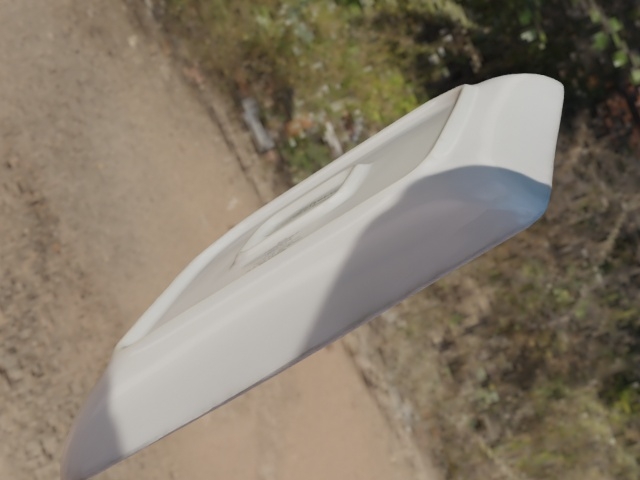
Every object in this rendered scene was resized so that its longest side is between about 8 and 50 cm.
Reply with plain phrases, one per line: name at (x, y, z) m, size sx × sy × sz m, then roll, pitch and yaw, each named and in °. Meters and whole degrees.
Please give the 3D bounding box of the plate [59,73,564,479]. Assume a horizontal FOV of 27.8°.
plate at (0.000, 0.000, 0.702) m, size 0.045 × 0.277 × 0.278 m, roll 56°, pitch 20°, yaw -9°
